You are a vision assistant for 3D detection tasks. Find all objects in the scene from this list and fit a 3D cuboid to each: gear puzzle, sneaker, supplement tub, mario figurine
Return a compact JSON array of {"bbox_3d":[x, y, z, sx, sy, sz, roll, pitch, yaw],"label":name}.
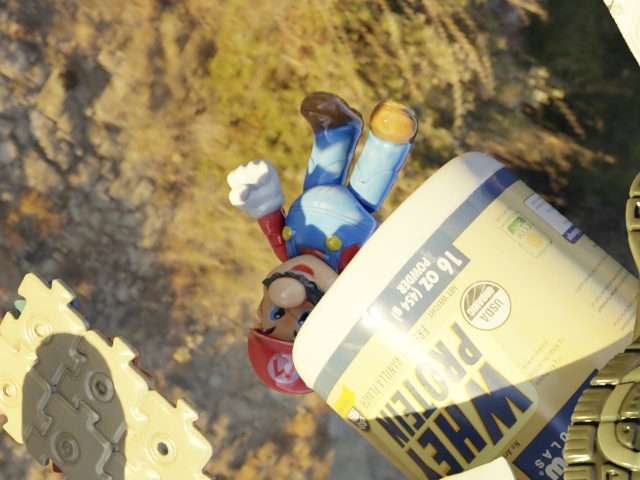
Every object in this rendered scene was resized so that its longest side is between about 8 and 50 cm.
[{"bbox_3d":[-0.164,0.180,1.248,0.044,0.339,0.175,-24,150,-56],"label":"gear puzzle"},{"bbox_3d":[0.205,0.085,0.744,0.286,0.109,0.130,-64,147,-38],"label":"sneaker"},{"bbox_3d":[0.161,0.111,1.058,0.228,0.316,0.228,-47,171,-10],"label":"supplement tub"},{"bbox_3d":[0.000,0.000,1.439,0.170,0.198,0.320,21,77,-27],"label":"mario figurine"}]

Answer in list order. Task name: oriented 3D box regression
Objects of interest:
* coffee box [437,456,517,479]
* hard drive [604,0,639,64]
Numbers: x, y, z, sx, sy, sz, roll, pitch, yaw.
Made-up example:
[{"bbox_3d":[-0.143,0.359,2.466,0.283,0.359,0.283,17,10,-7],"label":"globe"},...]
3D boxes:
[{"bbox_3d":[0.037,0.390,0.787,0.338,0.334,0.337,-22,129,2],"label":"coffee box"},{"bbox_3d":[0.464,-0.159,1.393,0.237,0.339,0.064,-30,170,25],"label":"hard drive"}]
